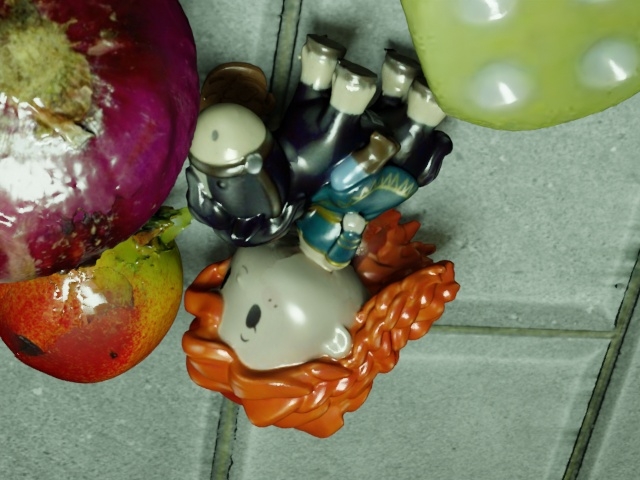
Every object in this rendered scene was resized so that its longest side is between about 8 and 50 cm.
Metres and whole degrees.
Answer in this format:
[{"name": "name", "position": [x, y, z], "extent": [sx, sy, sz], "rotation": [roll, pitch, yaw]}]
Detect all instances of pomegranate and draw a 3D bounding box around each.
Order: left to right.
[{"name": "pomegranate", "position": [-0.234, 0.035, 1.766], "extent": [0.235, 0.210, 0.210], "rotation": [-39, 124, 18]}]

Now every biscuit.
[{"name": "biscuit", "position": [-0.084, -0.141, 1.753], "extent": [0.078, 0.015, 0.091], "rotation": [3, 131, -9]}]

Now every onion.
[{"name": "onion", "position": [-0.289, -0.120, 1.591], "extent": [0.348, 0.347, 0.385], "rotation": [8, 168, -14]}]

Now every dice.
[{"name": "dice", "position": [0.185, -0.254, 1.551], "extent": [0.233, 0.226, 0.238], "rotation": [-16, 132, 9]}]

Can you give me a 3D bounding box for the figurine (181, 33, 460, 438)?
[{"name": "figurine", "position": [-0.004, -0.006, 1.720], "extent": [0.306, 0.241, 0.411], "rotation": [-30, 136, -29]}]
